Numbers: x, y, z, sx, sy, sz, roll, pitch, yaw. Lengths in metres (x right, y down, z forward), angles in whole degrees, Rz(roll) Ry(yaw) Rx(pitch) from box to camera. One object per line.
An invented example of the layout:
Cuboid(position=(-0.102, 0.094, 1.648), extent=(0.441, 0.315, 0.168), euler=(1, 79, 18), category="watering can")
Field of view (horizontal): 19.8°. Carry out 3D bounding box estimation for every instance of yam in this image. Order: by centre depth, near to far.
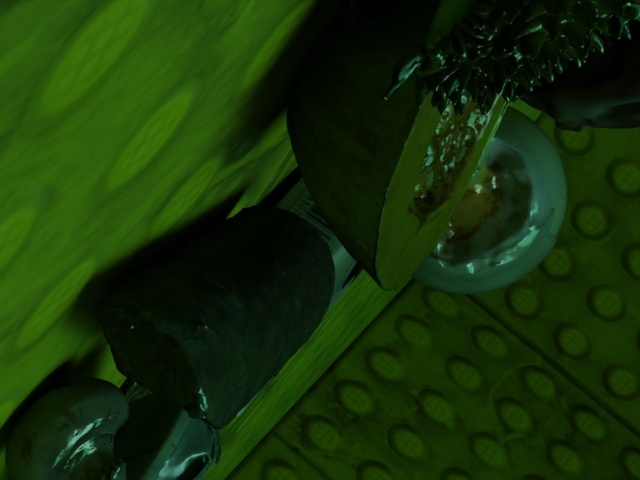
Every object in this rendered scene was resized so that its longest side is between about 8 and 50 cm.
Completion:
Cuboid(position=(-0.067, 0.051, 1.110), extent=(0.106, 0.106, 0.259), euler=(-53, 174, 23), category="yam")

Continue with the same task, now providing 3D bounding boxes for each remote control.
Cuboid(position=(-0.136, 0.157, 1.215), extent=(0.104, 0.052, 0.247), euler=(-60, -164, -24), category="remote control")

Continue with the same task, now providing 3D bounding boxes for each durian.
Cuboid(position=(0.130, -0.140, 0.906), extent=(0.221, 0.095, 0.137), euler=(-52, 154, 14), category="durian")

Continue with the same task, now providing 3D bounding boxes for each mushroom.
Cuboid(position=(-0.143, 0.127, 1.100), extent=(0.085, 0.079, 0.085), euler=(-42, 158, -21), category="mushroom")

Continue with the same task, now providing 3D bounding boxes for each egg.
Cuboid(position=(0.135, -0.044, 1.683), extent=(0.183, 0.183, 0.217), euler=(-51, -175, 8), category="egg")

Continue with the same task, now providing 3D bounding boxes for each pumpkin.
Cuboid(position=(0.048, -0.087, 1.077), extent=(0.217, 0.110, 0.217), euler=(-49, 155, -32), category="pumpkin")

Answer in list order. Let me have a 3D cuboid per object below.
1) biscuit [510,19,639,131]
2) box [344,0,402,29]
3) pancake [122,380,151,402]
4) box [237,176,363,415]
Cuboid(position=(0.242, -0.223, 1.147), extent=(0.366, 0.115, 0.268), euler=(-57, -146, 14), category="biscuit")
Cuboid(position=(0.076, -0.203, 0.886), extent=(0.201, 0.042, 0.212), euler=(-49, 173, -8), category="box")
Cuboid(position=(-0.125, 0.097, 1.409), extent=(0.115, 0.011, 0.115), euler=(-48, 173, -8), category="pancake")
Cuboid(position=(0.000, 0.000, 1.404), extent=(0.259, 0.071, 0.168), euler=(-47, 171, -40), category="box")
